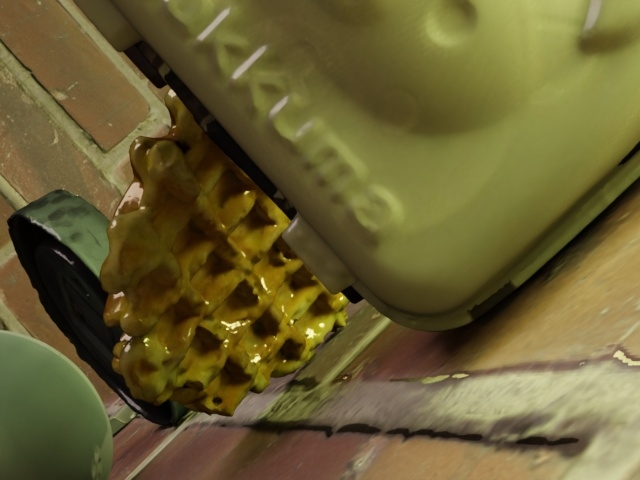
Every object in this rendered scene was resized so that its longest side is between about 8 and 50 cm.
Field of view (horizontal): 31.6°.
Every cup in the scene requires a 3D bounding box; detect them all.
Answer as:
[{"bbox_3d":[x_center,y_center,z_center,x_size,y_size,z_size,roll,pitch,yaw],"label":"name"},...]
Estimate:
[{"bbox_3d":[-0.395,0.283,1.141,0.357,0.259,0.274,-53,3,7],"label":"cup"}]

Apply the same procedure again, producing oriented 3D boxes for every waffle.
[{"bbox_3d":[-0.051,-0.003,0.878,0.325,0.068,0.302,-14,-55,-48],"label":"waffle"}]

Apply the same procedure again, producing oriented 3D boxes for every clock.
[{"bbox_3d":[-0.261,0.085,1.385,0.067,0.325,0.325,-38,2,-24],"label":"clock"}]

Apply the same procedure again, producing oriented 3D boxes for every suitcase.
[{"bbox_3d":[0.060,-0.164,0.642,0.339,0.351,0.194,-42,-10,1],"label":"suitcase"}]

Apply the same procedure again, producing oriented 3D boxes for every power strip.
[{"bbox_3d":[-0.408,0.361,1.979,0.252,0.027,0.060,-41,4,24],"label":"power strip"}]
